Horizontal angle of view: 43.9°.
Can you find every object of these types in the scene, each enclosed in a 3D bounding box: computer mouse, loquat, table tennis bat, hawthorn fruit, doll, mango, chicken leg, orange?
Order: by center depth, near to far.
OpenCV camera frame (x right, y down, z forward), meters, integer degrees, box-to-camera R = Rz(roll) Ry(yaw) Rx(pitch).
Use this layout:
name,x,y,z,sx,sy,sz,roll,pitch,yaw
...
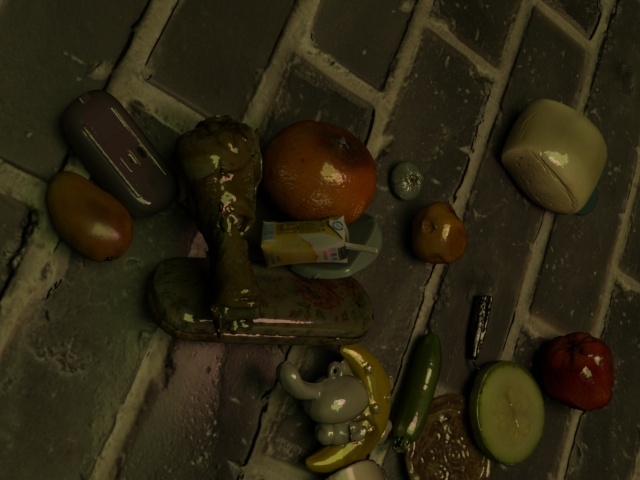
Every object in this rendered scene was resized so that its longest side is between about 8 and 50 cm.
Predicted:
name,x,y,z,sx,sy,sz,roll,pitch,yaw
mango,-0.380,-0.035,1.292,0.163,0.089,0.111,35,54,-12
chicken leg,-0.156,-0.036,1.324,0.153,0.201,0.429,-16,60,9
computer mouse,-0.337,-0.145,1.344,0.232,0.057,0.120,52,54,-13
orange,0.002,-0.127,1.459,0.224,0.170,0.224,23,41,-22
doll,0.037,0.306,1.482,0.252,0.111,0.237,-14,106,-33
computer mouse,0.038,0.021,1.485,0.231,0.128,0.079,-46,136,-49
loquat,0.249,-0.012,1.645,0.137,0.113,0.137,22,61,-47
hawthorn fruit,0.576,0.295,1.780,0.179,0.173,0.173,41,63,-49
table tennis bat,0.653,-0.126,1.949,0.155,0.019,0.100,-41,104,-26

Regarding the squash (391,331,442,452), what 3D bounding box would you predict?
name,x,y,z,sx,sy,sz,roll,pitch,yaw
squash,0.195,0.307,1.592,0.069,0.069,0.258,31,65,-24

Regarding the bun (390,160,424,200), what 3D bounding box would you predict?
name,x,y,z,sx,sy,sz,roll,pitch,yaw
bun,0.182,-0.125,1.656,0.083,0.045,0.083,3,84,-25

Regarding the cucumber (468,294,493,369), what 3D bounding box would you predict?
name,x,y,z,sx,sy,sz,roll,pitch,yaw
cucumber,0.341,0.196,1.715,0.039,0.043,0.163,45,58,-66

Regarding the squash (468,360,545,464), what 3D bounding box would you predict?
name,x,y,z,sx,sy,sz,roll,pitch,yaw
squash,0.401,0.368,1.703,0.219,0.041,0.219,8,77,-39

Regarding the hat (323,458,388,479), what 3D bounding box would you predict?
name,x,y,z,sx,sy,sz,roll,pitch,yaw
hat,0.094,0.542,1.458,0.232,0.161,0.275,-13,87,-35

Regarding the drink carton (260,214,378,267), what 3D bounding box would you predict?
name,x,y,z,sx,sy,sz,roll,pitch,yaw
drink carton,0.000,0.000,1.383,0.200,0.084,0.074,-4,48,5

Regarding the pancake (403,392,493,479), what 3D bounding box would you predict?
name,x,y,z,sx,sy,sz,roll,pitch,yaw
pancake,0.273,0.444,1.644,0.250,0.031,0.250,7,77,-33

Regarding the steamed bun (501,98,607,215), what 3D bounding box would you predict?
name,x,y,z,sx,sy,sz,roll,pitch,yaw
steamed bun,0.543,-0.188,1.812,0.250,0.155,0.200,40,66,-17

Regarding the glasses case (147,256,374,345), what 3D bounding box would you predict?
name,x,y,z,sx,sy,sz,roll,pitch,yaw
glasses case,-0.097,0.110,1.410,0.425,0.098,0.156,6,42,-30
